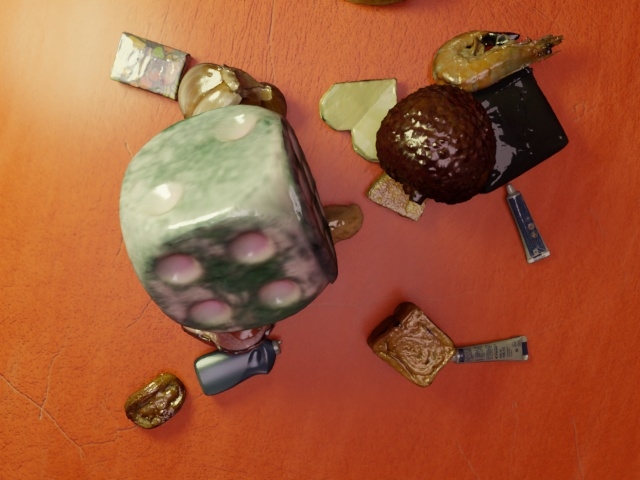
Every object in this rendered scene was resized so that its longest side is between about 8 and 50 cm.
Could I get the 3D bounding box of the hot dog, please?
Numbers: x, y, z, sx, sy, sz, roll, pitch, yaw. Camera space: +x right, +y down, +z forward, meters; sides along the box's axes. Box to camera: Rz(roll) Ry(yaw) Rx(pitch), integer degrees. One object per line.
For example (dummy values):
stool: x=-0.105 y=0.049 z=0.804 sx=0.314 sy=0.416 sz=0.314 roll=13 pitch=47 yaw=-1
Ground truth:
hot dog: x=-0.378 y=0.367 z=1.598 sx=0.147 sy=0.065 sz=0.099 roll=-34 pitch=107 yaw=-2

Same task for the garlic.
garlic: x=-0.192 y=-0.295 z=1.496 sx=0.191 sy=0.214 sz=0.160 roll=-44 pitch=71 yaw=33

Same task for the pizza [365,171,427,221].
pizza: x=0.189 y=-0.106 z=1.591 sx=0.175 sy=0.046 sz=0.134 roll=-12 pitch=95 yaw=-2

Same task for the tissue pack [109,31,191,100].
tissue pack: x=-0.367 y=-0.377 z=1.520 sx=0.148 sy=0.060 sz=0.108 roll=17 pitch=96 yaw=-7

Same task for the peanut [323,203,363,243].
peanut: x=0.000 y=0.000 z=1.568 sx=0.229 sy=0.098 sz=0.103 roll=-49 pitch=138 yaw=3

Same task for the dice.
dice: x=-0.165 y=-0.042 z=1.372 sx=0.348 sy=0.330 sz=0.328 roll=-15 pitch=137 yaw=10

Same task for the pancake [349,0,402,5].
pancake: x=0.113 y=-0.615 z=1.473 sx=0.266 sy=0.057 sz=0.244 roll=17 pitch=125 yaw=1

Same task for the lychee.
lychee: x=0.242 y=-0.197 z=1.447 sx=0.261 sy=0.260 sz=0.260 roll=0 pitch=96 yaw=-4

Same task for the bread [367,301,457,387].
bread: x=0.208 y=0.230 z=1.583 sx=0.158 sy=0.143 sz=0.149 roll=37 pitch=93 yaw=-3

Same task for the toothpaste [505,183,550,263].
toothpaste: x=0.472 y=-0.042 z=1.623 sx=0.057 sy=0.035 sz=0.197 roll=-24 pitch=100 yaw=8

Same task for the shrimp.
shrimp: x=0.383 y=-0.416 z=1.545 sx=0.287 sy=0.063 sz=0.152 roll=-20 pitch=62 yaw=4

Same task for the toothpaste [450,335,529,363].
toothpaste: x=0.386 y=0.265 z=1.650 sx=0.216 sy=0.037 sz=0.061 roll=-6 pitch=96 yaw=-7

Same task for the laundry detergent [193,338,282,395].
laundry detergent: x=-0.180 y=0.278 z=1.603 sx=0.206 sy=0.061 sz=0.096 roll=-22 pitch=89 yaw=-2

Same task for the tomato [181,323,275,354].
tomato: x=-0.197 y=0.153 z=1.561 sx=0.228 sy=0.112 sz=0.199 roll=30 pitch=75 yaw=14

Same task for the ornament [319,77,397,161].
ornament: x=0.111 y=-0.290 z=1.565 sx=0.201 sy=0.059 sz=0.180 roll=41 pitch=91 yaw=-10

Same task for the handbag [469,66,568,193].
handbag: x=0.411 y=-0.250 z=1.573 sx=0.247 sy=0.080 sz=0.223 roll=-31 pitch=96 yaw=0
